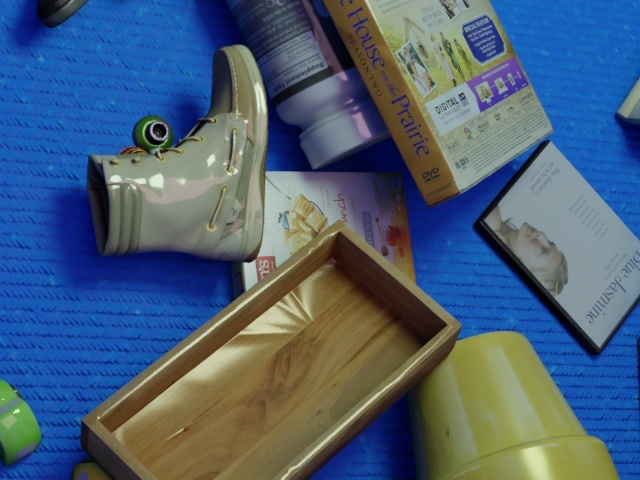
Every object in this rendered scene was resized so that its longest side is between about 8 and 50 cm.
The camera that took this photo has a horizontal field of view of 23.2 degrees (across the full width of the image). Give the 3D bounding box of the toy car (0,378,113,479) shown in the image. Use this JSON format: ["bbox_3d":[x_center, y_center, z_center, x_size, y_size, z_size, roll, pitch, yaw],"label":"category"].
[{"bbox_3d":[-0.317,0.253,1.730,0.239,0.053,0.225,-33,93,-30],"label":"toy car"}]

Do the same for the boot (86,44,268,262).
[{"bbox_3d":[-0.170,-0.106,1.829,0.204,0.095,0.261,1,88,-21],"label":"boot"}]

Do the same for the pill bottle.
[{"bbox_3d":[-0.005,-0.245,1.954,0.161,0.161,0.283,-24,89,-30],"label":"pill bottle"}]

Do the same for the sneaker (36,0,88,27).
[{"bbox_3d":[-0.306,-0.365,1.861,0.130,0.087,0.227,40,59,-33],"label":"sneaker"}]

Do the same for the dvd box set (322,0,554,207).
[{"bbox_3d":[0.124,-0.275,1.947,0.308,0.062,0.420,-34,97,-56],"label":"dvd box set"}]

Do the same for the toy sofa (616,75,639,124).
[{"bbox_3d":[0.612,-0.144,2.269,0.363,0.177,0.150,33,89,-16],"label":"toy sofa"}]

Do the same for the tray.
[{"bbox_3d":[-0.050,0.166,1.777,0.203,0.076,0.411,41,58,18],"label":"tray"}]

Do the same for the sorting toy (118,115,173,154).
[{"bbox_3d":[-0.204,-0.110,1.887,0.061,0.042,0.102,35,64,-15],"label":"sorting toy"}]

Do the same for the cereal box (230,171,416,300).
[{"bbox_3d":[0.000,0.000,1.959,0.240,0.047,0.173,-2,78,-27],"label":"cereal box"}]

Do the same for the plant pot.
[{"bbox_3d":[0.214,0.252,1.907,0.254,0.254,0.239,-6,63,-28],"label":"plant pot"}]

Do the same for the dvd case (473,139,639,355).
[{"bbox_3d":[0.344,0.009,2.147,0.253,0.022,0.180,47,61,-10],"label":"dvd case"}]
